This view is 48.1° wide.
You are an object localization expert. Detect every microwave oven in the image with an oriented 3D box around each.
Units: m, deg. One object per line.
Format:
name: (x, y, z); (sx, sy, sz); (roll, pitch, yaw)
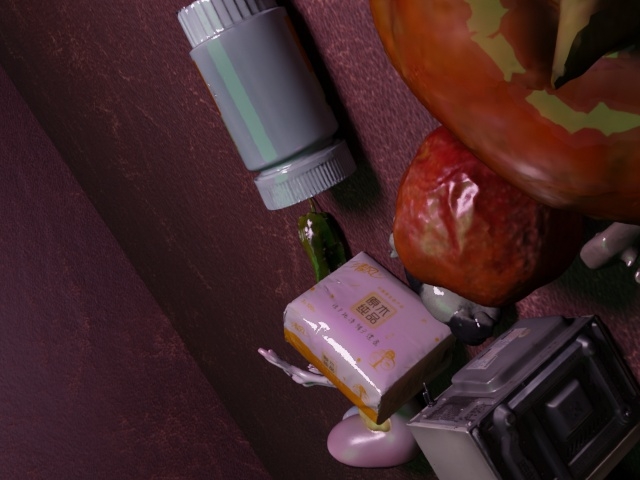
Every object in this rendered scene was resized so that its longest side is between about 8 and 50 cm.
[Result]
microwave oven: (0.258, 0.218, 0.883); (0.194, 0.240, 0.145); (61, 154, -7)

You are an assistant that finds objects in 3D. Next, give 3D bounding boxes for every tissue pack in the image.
tissue pack: (0.080, 0.155, 1.178); (0.225, 0.185, 0.124); (39, 148, 31)

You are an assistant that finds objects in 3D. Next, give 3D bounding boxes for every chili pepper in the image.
chili pepper: (-0.003, 0.001, 1.268); (0.073, 0.072, 0.204); (-12, 97, 35)

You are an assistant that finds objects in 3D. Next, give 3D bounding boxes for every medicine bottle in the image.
medicine bottle: (-0.079, -0.219, 1.070); (0.158, 0.158, 0.318); (0, 119, 59)

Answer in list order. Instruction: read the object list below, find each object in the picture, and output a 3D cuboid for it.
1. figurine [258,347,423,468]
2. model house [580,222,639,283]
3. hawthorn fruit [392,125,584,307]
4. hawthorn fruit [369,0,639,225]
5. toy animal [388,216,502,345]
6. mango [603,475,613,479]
figurine: (0.052, 0.270, 1.349); (0.284, 0.206, 0.316); (24, 135, 31)
model house: (0.343, 0.021, 0.601); (0.188, 0.229, 0.122); (43, 117, 23)
hawthorn fruit: (0.182, -0.062, 0.778); (0.207, 0.207, 0.243); (31, 139, 41)
hawthorn fruit: (0.201, -0.172, 0.398); (0.403, 0.402, 0.403); (40, 149, 31)
toy animal: (0.173, 0.050, 1.021); (0.225, 0.094, 0.121); (45, 160, 20)
mango: (0.316, 0.364, 1.035); (0.317, 0.173, 0.211); (30, 143, 24)
